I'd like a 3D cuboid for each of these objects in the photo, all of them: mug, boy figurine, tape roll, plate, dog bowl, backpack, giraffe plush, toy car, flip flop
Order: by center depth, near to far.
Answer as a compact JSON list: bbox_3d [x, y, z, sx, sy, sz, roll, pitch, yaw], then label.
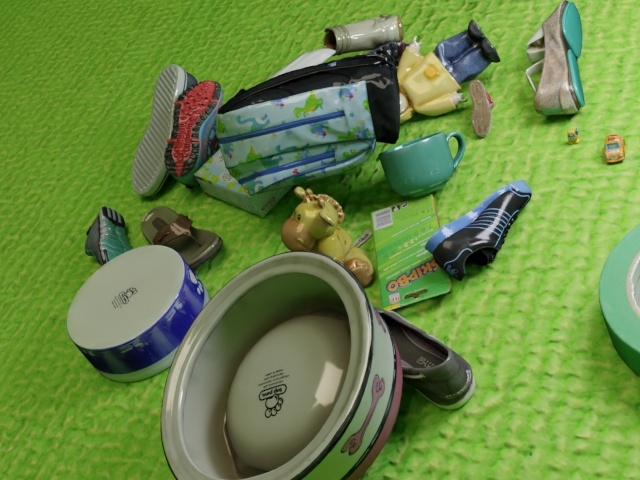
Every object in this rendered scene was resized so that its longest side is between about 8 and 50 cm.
[{"bbox_3d":[0.569,0.076,1.389,0.321,0.077,0.321,-17,42,15],"label":"tape roll"},{"bbox_3d":[-0.050,0.227,1.487,0.408,0.150,0.408,-23,48,28],"label":"dog bowl"},{"bbox_3d":[0.489,-0.173,1.729,0.122,0.040,0.060,8,53,37],"label":"toy car"},{"bbox_3d":[0.000,0.000,1.744,0.181,0.170,0.210,8,53,38],"label":"giraffe plush"},{"bbox_3d":[0.198,-0.142,1.812,0.157,0.097,0.129,-18,7,16],"label":"mug"},{"bbox_3d":[-0.028,-0.225,1.861,0.355,0.274,0.290,-1,19,2],"label":"backpack"},{"bbox_3d":[-0.352,0.138,1.869,0.264,0.104,0.265,-17,41,16],"label":"dog bowl"},{"bbox_3d":[0.222,-0.337,1.990,0.285,0.092,0.177,-33,79,13],"label":"boy figurine"},{"bbox_3d":[-0.306,-0.018,2.023,0.112,0.080,0.277,-41,40,-13],"label":"flip flop"},{"bbox_3d":[-0.114,-0.336,2.170,0.277,0.045,0.278,-40,11,-12],"label":"plate"}]

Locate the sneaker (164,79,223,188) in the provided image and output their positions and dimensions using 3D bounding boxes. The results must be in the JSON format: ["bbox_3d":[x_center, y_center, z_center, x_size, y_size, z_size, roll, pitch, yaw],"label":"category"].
[{"bbox_3d":[-0.280,-0.238,2.188,0.104,0.125,0.262,9,68,18],"label":"sneaker"}]

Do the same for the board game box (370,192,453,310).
[{"bbox_3d":[0.161,0.024,1.728,0.124,0.039,0.259,-19,38,13],"label":"board game box"}]

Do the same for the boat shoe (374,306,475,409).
[{"bbox_3d":[0.110,0.162,1.565,0.112,0.095,0.335,-46,42,-19],"label":"boat shoe"}]

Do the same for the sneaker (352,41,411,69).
[{"bbox_3d":[0.083,-0.344,2.122,0.299,0.121,0.112,-19,11,14],"label":"sneaker"}]

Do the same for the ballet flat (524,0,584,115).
[{"bbox_3d":[0.457,-0.363,1.905,0.106,0.107,0.316,-16,40,28],"label":"ballet flat"}]

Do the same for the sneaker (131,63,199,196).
[{"bbox_3d":[-0.340,-0.242,2.264,0.126,0.127,0.321,3,74,42],"label":"sneaker"}]

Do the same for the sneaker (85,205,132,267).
[{"bbox_3d":[-0.468,0.025,2.101,0.098,0.083,0.224,-45,33,19],"label":"sneaker"}]

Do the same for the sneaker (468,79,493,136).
[{"bbox_3d":[0.324,-0.255,1.926,0.042,0.067,0.119,-9,74,20],"label":"sneaker"}]

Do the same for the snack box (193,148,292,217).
[{"bbox_3d":[-0.144,-0.153,2.074,0.174,0.070,0.207,-46,41,-19],"label":"snack box"}]

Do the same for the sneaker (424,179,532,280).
[{"bbox_3d":[0.291,-0.015,1.666,0.232,0.081,0.090,-33,69,-19],"label":"sneaker"}]

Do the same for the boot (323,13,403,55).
[{"bbox_3d":[0.085,-0.460,2.178,0.165,0.077,0.213,-13,11,-8],"label":"boot"}]
